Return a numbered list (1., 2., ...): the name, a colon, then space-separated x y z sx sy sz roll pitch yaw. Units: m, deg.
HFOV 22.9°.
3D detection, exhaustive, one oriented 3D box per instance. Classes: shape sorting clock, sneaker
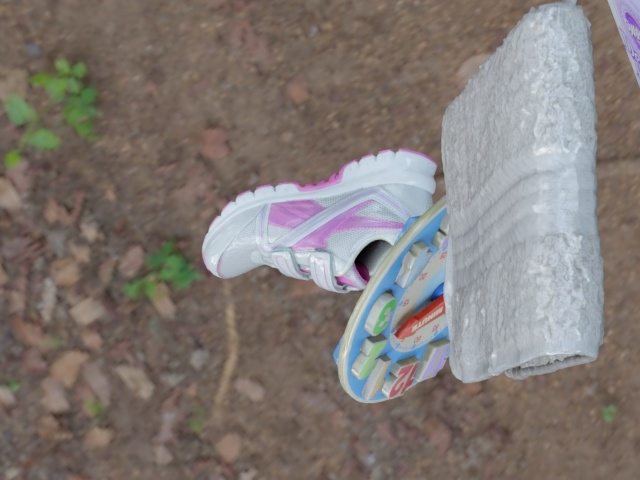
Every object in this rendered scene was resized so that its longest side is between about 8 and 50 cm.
1. shape sorting clock: 0.090 0.039 1.181 0.040 0.206 0.206 42 128 25
2. sneaker: 0.000 0.000 1.516 0.252 0.103 0.111 -18 71 23

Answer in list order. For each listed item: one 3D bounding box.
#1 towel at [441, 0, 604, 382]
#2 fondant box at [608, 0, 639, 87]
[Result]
1. towel: 0.108 -0.014 0.908 0.049 0.282 0.187 -1 81 -5
2. fondant box: 0.320 -0.036 1.082 0.096 0.238 0.330 -29 131 2
